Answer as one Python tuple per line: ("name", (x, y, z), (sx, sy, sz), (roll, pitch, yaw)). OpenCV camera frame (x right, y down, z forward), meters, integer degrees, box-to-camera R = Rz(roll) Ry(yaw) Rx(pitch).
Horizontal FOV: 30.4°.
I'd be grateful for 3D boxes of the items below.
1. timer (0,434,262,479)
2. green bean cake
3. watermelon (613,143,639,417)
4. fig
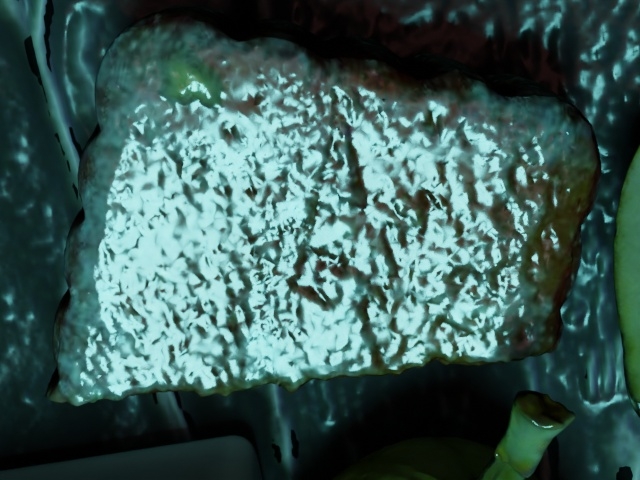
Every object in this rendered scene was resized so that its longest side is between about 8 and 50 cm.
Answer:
("timer", (-0.114, 0.227, 0.567), (0.195, 0.194, 0.192), (-9, 107, 3))
("green bean cake", (0.000, 0.000, 0.550), (0.233, 0.097, 0.198), (8, 105, -3))
("watermelon", (0.261, -0.014, 0.538), (0.304, 0.159, 0.128), (-24, 135, 4))
("fig", (0.061, 0.137, 0.563), (0.160, 0.143, 0.230), (0, 116, -3))
